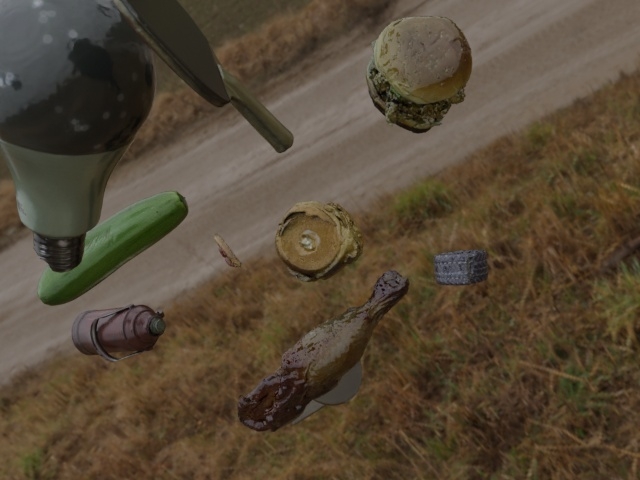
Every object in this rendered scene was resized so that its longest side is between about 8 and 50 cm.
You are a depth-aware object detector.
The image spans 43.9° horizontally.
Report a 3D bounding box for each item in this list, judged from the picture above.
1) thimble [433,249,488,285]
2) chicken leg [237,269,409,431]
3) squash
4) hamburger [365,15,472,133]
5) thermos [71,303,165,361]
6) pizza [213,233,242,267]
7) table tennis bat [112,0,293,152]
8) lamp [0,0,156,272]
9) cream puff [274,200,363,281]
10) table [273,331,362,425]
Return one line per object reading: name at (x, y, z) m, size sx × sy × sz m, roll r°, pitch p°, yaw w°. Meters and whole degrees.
thimble at (0.275, 0.052, 1.554) m, size 0.095 × 0.066 × 0.104 m, roll -8°, pitch 3°, yaw -27°
chicken leg at (0.001, 0.169, 1.142) m, size 0.322 × 0.083 × 0.177 m, roll -46°, pitch -5°, yaw 30°
squash at (-0.348, 0.007, 1.323) m, size 0.292 × 0.082 × 0.082 m, roll -36°, pitch 27°, yaw -9°
hamburger at (0.140, -0.246, 1.180) m, size 0.185 × 0.159 × 0.131 m, roll -62°, pitch 5°, yaw -18°
thermos at (-0.386, 0.174, 1.578) m, size 0.232 × 0.099 × 0.124 m, roll -11°, pitch 14°, yaw 38°
pizza at (-0.213, 0.039, 1.868) m, size 0.029 × 0.100 × 0.099 m, roll -39°, pitch 34°, yaw -6°
table tennis bat at (-0.098, -0.152, 0.651) m, size 0.022 × 0.246 × 0.138 m, roll -34°, pitch 46°, yaw 13°
lamp at (-0.276, -0.122, 0.830) m, size 0.182 × 0.181 × 0.314 m, roll -72°, pitch 7°, yaw -45°
cream puff at (0.000, 0.000, 1.187) m, size 0.133 × 0.120 × 0.104 m, roll -8°, pitch -4°, yaw 10°
table at (-0.034, 0.317, 1.766) m, size 0.226 × 0.167 × 0.167 m, roll -45°, pitch 15°, yaw 50°
